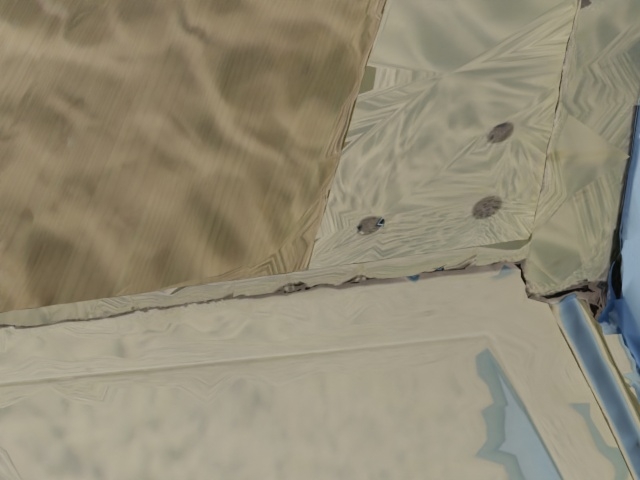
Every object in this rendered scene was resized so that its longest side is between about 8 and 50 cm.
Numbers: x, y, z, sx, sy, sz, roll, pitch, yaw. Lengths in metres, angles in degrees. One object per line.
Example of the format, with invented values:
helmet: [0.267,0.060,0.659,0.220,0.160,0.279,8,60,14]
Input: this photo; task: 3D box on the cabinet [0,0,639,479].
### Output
cabinet: [0.000,0.000,0.601,0.227,0.318,0.290,58,35,-40]
